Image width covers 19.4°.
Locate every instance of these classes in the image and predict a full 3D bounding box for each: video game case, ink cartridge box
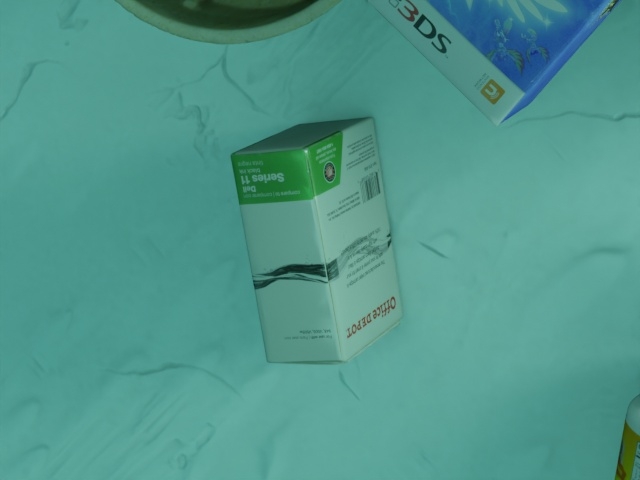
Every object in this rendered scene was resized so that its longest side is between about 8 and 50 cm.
[{"bbox_3d":[0.127,-0.258,1.330,0.244,0.061,0.269,45,126,7],"label":"video game case"},{"bbox_3d":[0.000,0.000,1.782,0.087,0.153,0.208,-4,102,27],"label":"ink cartridge box"}]

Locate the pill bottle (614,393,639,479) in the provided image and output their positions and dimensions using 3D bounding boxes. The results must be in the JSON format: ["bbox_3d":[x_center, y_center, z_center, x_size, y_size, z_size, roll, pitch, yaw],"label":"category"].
[{"bbox_3d":[0.329,0.215,1.708,0.117,0.117,0.215,15,110,21],"label":"pill bottle"}]

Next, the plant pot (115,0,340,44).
[{"bbox_3d":[-0.025,-0.358,1.601,0.334,0.305,0.333,7,108,23],"label":"plant pot"}]
